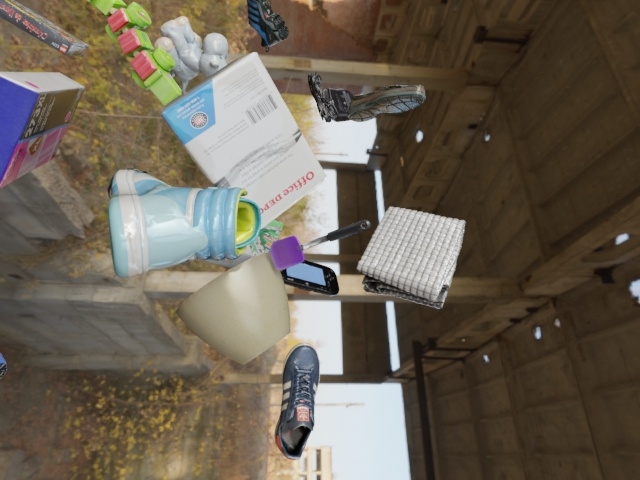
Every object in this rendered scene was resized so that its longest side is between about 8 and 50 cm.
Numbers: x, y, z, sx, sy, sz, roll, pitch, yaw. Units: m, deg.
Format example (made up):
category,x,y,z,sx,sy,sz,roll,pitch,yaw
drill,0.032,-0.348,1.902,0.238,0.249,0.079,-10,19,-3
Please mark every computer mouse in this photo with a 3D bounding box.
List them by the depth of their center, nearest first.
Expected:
category,x,y,z,sx,sy,sz,roll,pitch,yaw
computer mouse,0.046,-0.503,1.552,0.272,0.072,0.189,-13,85,-54

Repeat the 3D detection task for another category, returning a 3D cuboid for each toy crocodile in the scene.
category,x,y,z,sx,sy,sz,roll,pitch,yaw
toy crocodile,-0.506,-0.533,1.163,0.341,0.115,0.105,61,17,-9

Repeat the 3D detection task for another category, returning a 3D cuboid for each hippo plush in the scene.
category,x,y,z,sx,sy,sz,roll,pitch,yaw
hippo plush,-0.497,-0.734,1.680,0.234,0.236,0.295,-5,108,-72

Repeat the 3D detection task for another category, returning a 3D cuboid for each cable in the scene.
category,x,y,z,sx,sy,sz,roll,pitch,yaw
cable,-0.585,-0.158,1.331,0.184,0.150,0.047,-38,-145,39

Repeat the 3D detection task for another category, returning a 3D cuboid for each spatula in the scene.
category,x,y,z,sx,sy,sz,roll,pitch,yaw
spatula,0.000,0.000,1.183,0.030,0.296,0.084,-101,170,-86

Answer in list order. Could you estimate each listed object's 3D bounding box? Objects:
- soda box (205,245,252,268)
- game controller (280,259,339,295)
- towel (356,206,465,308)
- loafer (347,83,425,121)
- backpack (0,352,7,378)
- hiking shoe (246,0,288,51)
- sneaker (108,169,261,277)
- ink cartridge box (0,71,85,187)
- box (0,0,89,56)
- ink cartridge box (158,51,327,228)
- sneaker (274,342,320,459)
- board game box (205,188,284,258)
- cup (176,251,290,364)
category,x,y,z,sx,sy,sz,roll,pitch,yaw
soda box,-0.317,0.022,1.260,0.069,0.216,0.074,-57,-144,20
game controller,-0.068,0.141,1.751,0.067,0.318,0.167,-63,-155,24
towel,0.256,0.046,1.163,0.121,0.234,0.284,83,30,-47
loafer,0.190,-0.430,1.262,0.267,0.096,0.084,-3,-105,43
backpack,-0.668,0.241,0.787,0.101,0.120,0.098,54,-43,8
hiking shoe,-0.259,-0.926,1.687,0.304,0.131,0.113,60,35,-19
sneaker,-0.210,-0.039,0.659,0.319,0.208,0.127,-137,-134,-58
ink cartridge box,-0.517,-0.199,0.728,0.176,0.069,0.371,-58,-159,11
box,-0.826,-0.627,1.233,0.044,0.232,0.159,-56,-158,12
ink cartridge box,-0.164,-0.207,0.924,0.308,0.223,0.129,58,-11,-28
sneaker,-0.061,0.504,1.311,0.148,0.131,0.351,180,-83,-77
board game box,-0.311,-0.025,1.539,0.046,0.317,0.214,21,-93,60
cup,-0.221,0.223,1.264,0.237,0.330,0.331,55,-11,6
